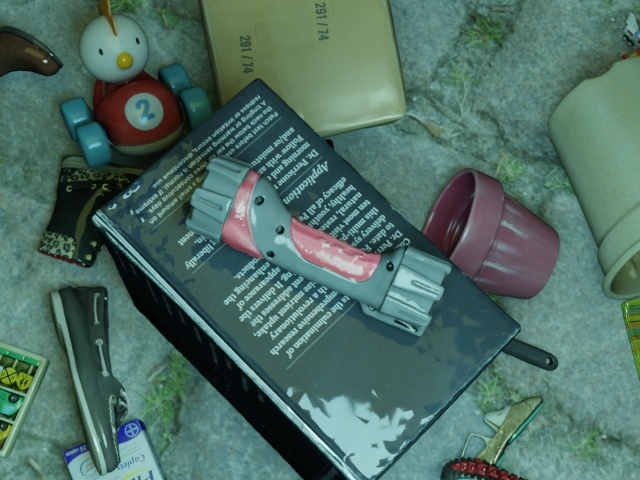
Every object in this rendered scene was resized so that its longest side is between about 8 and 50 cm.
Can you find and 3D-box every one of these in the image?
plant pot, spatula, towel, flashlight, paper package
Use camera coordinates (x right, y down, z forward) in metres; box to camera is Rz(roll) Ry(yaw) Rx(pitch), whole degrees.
[{"bbox_3d":[0.281,0.007,1.640,0.180,0.201,0.201,23,73,-12],"label":"plant pot"},{"bbox_3d":[0.257,0.154,1.668,0.297,0.030,0.084,22,74,3],"label":"spatula"},{"bbox_3d":[0.540,-0.119,1.642,0.334,0.333,0.305,-21,64,-9],"label":"plant pot"},{"bbox_3d":[0.580,0.209,1.677,0.102,0.021,0.237,-8,75,-5],"label":"towel"},{"bbox_3d":[0.000,0.000,1.164,0.304,0.103,0.103,22,68,4],"label":"flashlight"},{"bbox_3d":[-0.031,-0.326,1.655,0.310,0.168,0.324,-12,96,3],"label":"paper package"}]

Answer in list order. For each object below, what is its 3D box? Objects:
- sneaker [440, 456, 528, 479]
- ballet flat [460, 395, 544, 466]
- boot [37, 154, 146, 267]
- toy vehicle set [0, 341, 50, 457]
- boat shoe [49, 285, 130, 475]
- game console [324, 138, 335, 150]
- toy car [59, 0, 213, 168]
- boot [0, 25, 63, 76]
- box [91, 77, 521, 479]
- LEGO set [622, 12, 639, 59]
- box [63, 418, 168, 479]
[{"bbox_3d":[0.282,0.421,1.521,0.262,0.104,0.125,27,90,-22],"label":"sneaker"},{"bbox_3d":[0.277,0.317,1.603,0.067,0.073,0.206,35,72,15],"label":"ballet flat"},{"bbox_3d":[-0.341,-0.034,1.662,0.237,0.085,0.178,14,75,7],"label":"boot"},{"bbox_3d":[-0.589,0.223,1.594,0.267,0.035,0.165,19,73,2],"label":"toy vehicle set"},{"bbox_3d":[-0.339,0.198,1.542,0.096,0.112,0.335,-13,53,-18],"label":"boat shoe"},{"bbox_3d":[-0.015,-0.094,1.704,0.122,0.071,0.107,-24,76,-9],"label":"game console"},{"bbox_3d":[-0.320,-0.276,1.626,0.219,0.237,0.210,-22,38,-15],"label":"toy car"},{"bbox_3d":[-0.601,-0.236,1.699,0.264,0.096,0.280,18,74,2],"label":"boot"},{"bbox_3d":[-0.032,0.105,1.431,0.297,0.480,0.472,-42,80,-14],"label":"box"},{"bbox_3d":[0.637,-0.310,1.816,0.245,0.060,0.182,6,70,-1],"label":"LEGO set"},{"bbox_3d":[-0.310,0.365,1.551,0.126,0.072,0.137,-24,77,-9],"label":"box"}]
